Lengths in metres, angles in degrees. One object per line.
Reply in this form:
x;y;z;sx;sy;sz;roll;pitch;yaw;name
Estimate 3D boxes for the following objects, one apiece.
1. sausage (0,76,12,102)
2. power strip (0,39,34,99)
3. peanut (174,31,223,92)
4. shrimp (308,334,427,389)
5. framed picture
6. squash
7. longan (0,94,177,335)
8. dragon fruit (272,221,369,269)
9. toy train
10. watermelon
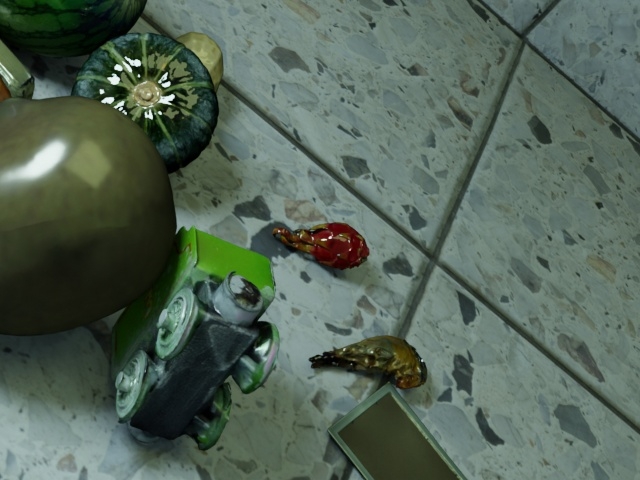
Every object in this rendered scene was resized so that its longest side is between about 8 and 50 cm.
-0.569;-0.231;1.561;0.268;0.153;0.141;55;32;12;sausage
-0.595;-0.342;1.698;0.387;0.092;0.066;49;39;5;power strip
-0.257;-0.277;1.937;0.130;0.130;0.290;28;46;-22;peanut
0.099;0.217;1.830;0.262;0.066;0.117;-4;39;-45;shrimp
0.147;0.391;1.759;0.274;0.017;0.217;52;36;11;framed picture
-0.300;-0.232;1.753;0.252;0.165;0.252;2;80;-10;squash
-0.381;-0.035;1.387;0.361;0.361;0.361;26;40;-24;longan
0.000;0.000;1.953;0.191;0.094;0.094;15;42;-9;dragon fruit
-0.181;0.136;1.459;0.173;0.307;0.249;23;33;-25;toy train
-0.462;-0.484;1.755;0.363;0.363;0.363;26;40;-24;watermelon
